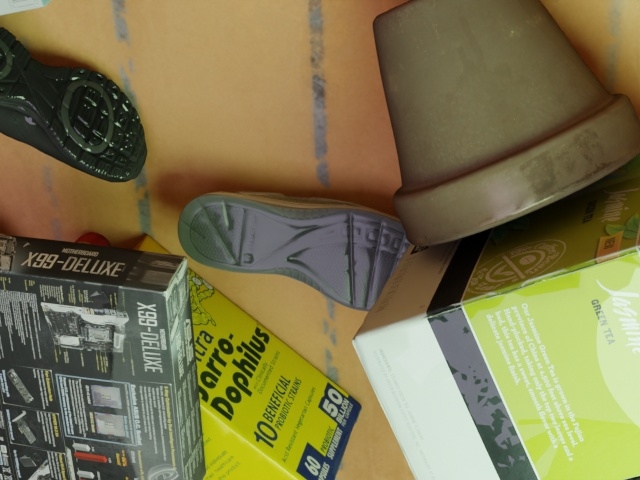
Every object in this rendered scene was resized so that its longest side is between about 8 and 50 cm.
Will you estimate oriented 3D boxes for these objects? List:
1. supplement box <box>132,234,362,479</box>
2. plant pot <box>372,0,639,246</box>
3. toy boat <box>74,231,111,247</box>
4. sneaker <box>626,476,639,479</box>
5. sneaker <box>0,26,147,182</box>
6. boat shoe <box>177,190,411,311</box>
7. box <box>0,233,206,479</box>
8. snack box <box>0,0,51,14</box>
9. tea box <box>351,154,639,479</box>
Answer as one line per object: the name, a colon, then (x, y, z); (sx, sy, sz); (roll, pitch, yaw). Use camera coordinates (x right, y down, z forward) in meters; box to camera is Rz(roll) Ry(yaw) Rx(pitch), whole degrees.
supplement box: (-0.157, 0.203, 1.801); (0.356, 0.194, 0.195); (39, 124, -10)
plant pot: (0.163, -0.147, 1.459); (0.263, 0.263, 0.229); (-21, 98, 28)
toy boat: (-0.415, 0.060, 1.811); (0.318, 0.148, 0.267); (-9, 118, 22)
sneaker: (0.418, 0.352, 1.772); (0.134, 0.146, 0.343); (9, 131, 39)
sneaker: (-0.329, -0.157, 1.680); (0.286, 0.109, 0.130); (34, 156, -20)
boat shoe: (-0.002, 0.002, 1.693); (0.320, 0.103, 0.118); (10, 106, 4)
box: (-0.261, 0.149, 1.633); (0.242, 0.076, 0.307); (6, 122, 13)
snack box: (-0.423, -0.390, 1.566); (0.187, 0.060, 0.322); (-7, 121, 20)
tea box: (0.250, 0.078, 1.454); (0.323, 0.329, 0.220); (-19, 105, 21)
